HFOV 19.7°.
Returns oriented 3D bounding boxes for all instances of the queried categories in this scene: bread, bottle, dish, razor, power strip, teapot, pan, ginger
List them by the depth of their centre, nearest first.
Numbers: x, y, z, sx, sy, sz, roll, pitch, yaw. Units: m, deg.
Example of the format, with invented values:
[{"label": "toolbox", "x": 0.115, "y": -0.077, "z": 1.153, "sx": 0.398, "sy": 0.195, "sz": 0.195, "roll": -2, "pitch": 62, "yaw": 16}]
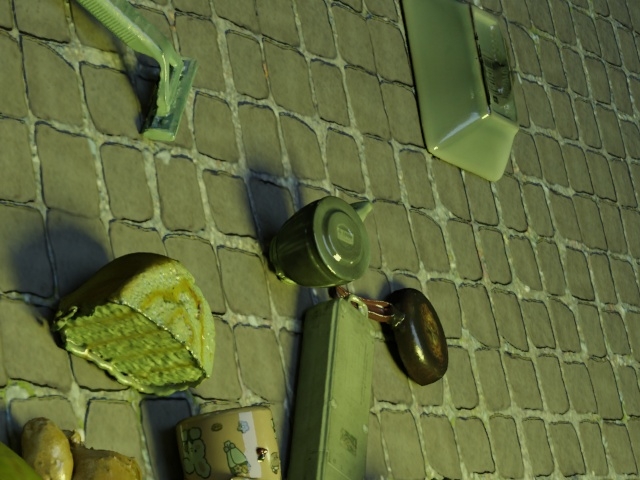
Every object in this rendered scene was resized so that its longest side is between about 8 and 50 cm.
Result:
[{"label": "ginger", "x": -0.180, "y": 0.241, "z": 1.493, "sx": 0.115, "sy": 0.081, "sz": 0.205, "roll": 31, "pitch": 40, "yaw": -66}, {"label": "bread", "x": -0.158, "y": 0.055, "z": 1.612, "sx": 0.156, "sy": 0.103, "sz": 0.110, "roll": 46, "pitch": 43, "yaw": -47}, {"label": "bottle", "x": -0.075, "y": 0.229, "z": 1.659, "sx": 0.099, "sy": 0.099, "sz": 0.152, "roll": 7, "pitch": 71, "yaw": -57}, {"label": "razor", "x": -0.209, "y": -0.222, "z": 1.736, "sx": 0.278, "sy": 0.056, "sz": 0.111, "roll": 49, "pitch": 38, "yaw": -33}, {"label": "power strip", "x": 0.012, "y": 0.174, "z": 1.874, "sx": 0.078, "sy": 0.052, "sz": 0.272, "roll": 43, "pitch": 39, "yaw": -39}, {"label": "teapot", "x": 0.001, "y": 0.008, "z": 1.915, "sx": 0.124, "sy": 0.091, "sz": 0.092, "roll": -1, "pitch": 74, "yaw": -53}, {"label": "pan", "x": 0.085, "y": 0.087, "z": 2.056, "sx": 0.212, "sy": 0.040, "sz": 0.114, "roll": 34, "pitch": 40, "yaw": -47}, {"label": "dish", "x": 0.194, "y": -0.213, "z": 2.371, "sx": 0.182, "sy": 0.080, "sz": 0.243, "roll": 19, "pitch": 58, "yaw": -54}]

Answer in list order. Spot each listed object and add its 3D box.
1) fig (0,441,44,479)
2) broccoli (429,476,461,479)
[{"label": "fig", "x": -0.272, "y": 0.233, "z": 1.218, "sx": 0.239, "sy": 0.239, "sz": 0.271, "roll": 46, "pitch": 8, "yaw": -36}, {"label": "broccoli", "x": 0.173, "y": 0.370, "z": 1.808, "sx": 0.243, "sy": 0.247, "sz": 0.263, "roll": 16, "pitch": 56, "yaw": -12}]
